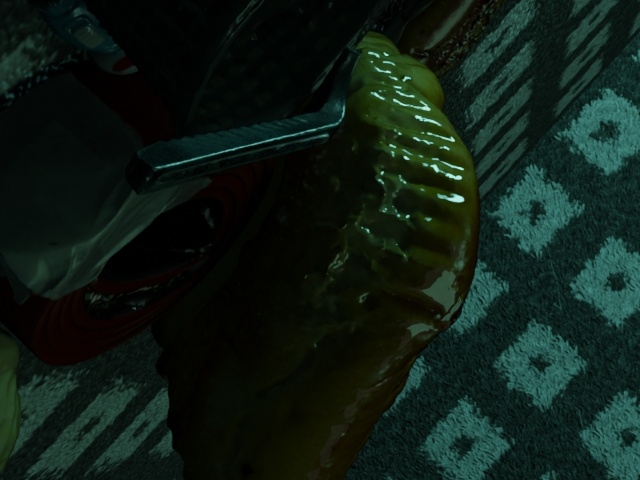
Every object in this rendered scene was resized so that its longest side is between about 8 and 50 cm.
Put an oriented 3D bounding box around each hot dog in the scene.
[{"bbox_3d":[0.117,-0.220,1.322,0.268,0.075,0.144,-48,172,17],"label":"hot dog"},{"bbox_3d":[0.000,0.000,1.117,0.196,0.367,0.365,12,124,-25],"label":"hot dog"}]

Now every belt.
[{"bbox_3d":[-0.152,-0.027,0.902,0.227,0.115,0.324,-51,170,6],"label":"belt"}]

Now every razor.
[{"bbox_3d":[-0.032,-0.054,0.635,0.066,0.033,0.190,-54,166,32],"label":"razor"}]

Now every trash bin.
[{"bbox_3d":[-0.062,-0.158,0.650,0.175,0.161,0.175,-45,171,-9],"label":"trash bin"}]

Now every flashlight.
[{"bbox_3d":[-0.139,-0.136,0.754,0.051,0.051,0.129,-49,162,6],"label":"flashlight"}]

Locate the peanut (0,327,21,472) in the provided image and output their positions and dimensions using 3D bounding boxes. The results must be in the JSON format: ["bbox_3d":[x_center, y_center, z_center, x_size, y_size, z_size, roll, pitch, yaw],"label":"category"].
[{"bbox_3d":[-0.311,0.164,0.873,0.313,0.149,0.149,-45,171,24],"label":"peanut"}]
